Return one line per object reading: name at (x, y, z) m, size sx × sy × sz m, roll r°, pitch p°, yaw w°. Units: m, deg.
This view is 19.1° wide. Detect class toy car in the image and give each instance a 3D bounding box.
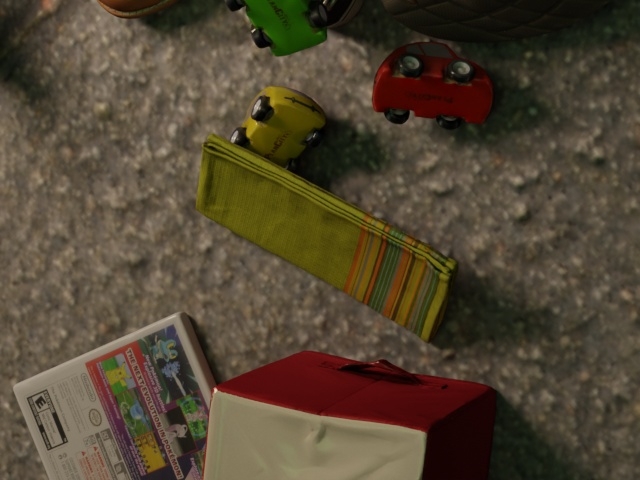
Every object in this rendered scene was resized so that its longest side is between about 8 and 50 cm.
toy car at (-0.003, -0.155, 1.514) m, size 0.239 × 0.053 × 0.225 m, roll -17°, pitch 133°, yaw 22°

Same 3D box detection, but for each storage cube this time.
storage cube at (0.021, 0.208, 1.522) m, size 0.183 × 0.193 × 0.215 m, roll 10°, pitch 98°, yaw 19°

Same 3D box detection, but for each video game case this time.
video game case at (-0.159, 0.188, 1.678) m, size 0.183 × 0.023 × 0.201 m, roll -24°, pitch 86°, yaw 21°

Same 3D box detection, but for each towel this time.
towel at (0.000, 0.000, 1.568) m, size 0.237 × 0.021 × 0.102 m, roll 29°, pitch 141°, yaw 13°

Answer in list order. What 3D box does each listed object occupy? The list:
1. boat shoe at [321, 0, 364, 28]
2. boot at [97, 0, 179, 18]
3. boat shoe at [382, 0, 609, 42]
boat shoe at (0.024, -0.278, 1.538) m, size 0.078 × 0.070 × 0.219 m, roll 17°, pitch 101°, yaw 18°
boot at (-0.120, -0.287, 1.510) m, size 0.283 × 0.220 × 0.109 m, roll -37°, pitch 83°, yaw 20°
boat shoe at (0.192, -0.251, 1.468) m, size 0.324 × 0.123 × 0.116 m, roll -19°, pitch 55°, yaw 29°
